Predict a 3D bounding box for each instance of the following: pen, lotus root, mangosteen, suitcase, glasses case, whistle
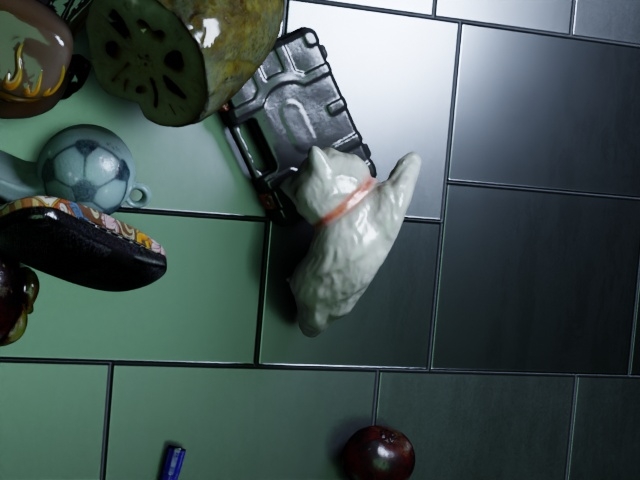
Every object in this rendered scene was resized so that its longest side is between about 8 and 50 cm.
[{"bbox_3d":[-0.271,0.471,1.939,0.033,0.033,0.269,15,90,-20],"label":"pen"},{"bbox_3d":[-0.182,-0.341,1.759,0.250,0.250,0.346,50,37,-16],"label":"lotus root"},{"bbox_3d":[-0.509,0.077,1.750,0.230,0.194,0.194,21,87,-45],"label":"mangosteen"},{"bbox_3d":[-0.046,-0.188,1.944,0.206,0.066,0.286,-29,104,-15],"label":"suitcase"},{"bbox_3d":[-0.358,0.009,1.758,0.321,0.122,0.082,29,47,-54],"label":"glasses case"},{"bbox_3d":[-0.391,-0.116,1.783,0.289,0.163,0.164,23,87,-21],"label":"whistle"},{"bbox_3d":[0.097,0.389,2.024,0.140,0.140,0.140,-2,95,-19],"label":"mangosteen"}]

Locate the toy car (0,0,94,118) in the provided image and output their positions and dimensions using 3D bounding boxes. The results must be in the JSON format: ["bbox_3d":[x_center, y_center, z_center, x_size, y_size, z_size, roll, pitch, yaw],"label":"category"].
[{"bbox_3d":[-0.430,-0.339,1.702,0.271,0.240,0.341,29,88,-21],"label":"toy car"}]

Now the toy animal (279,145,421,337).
[{"bbox_3d":[0.000,0.000,1.883,0.188,0.308,0.266,21,57,-24],"label":"toy animal"}]
